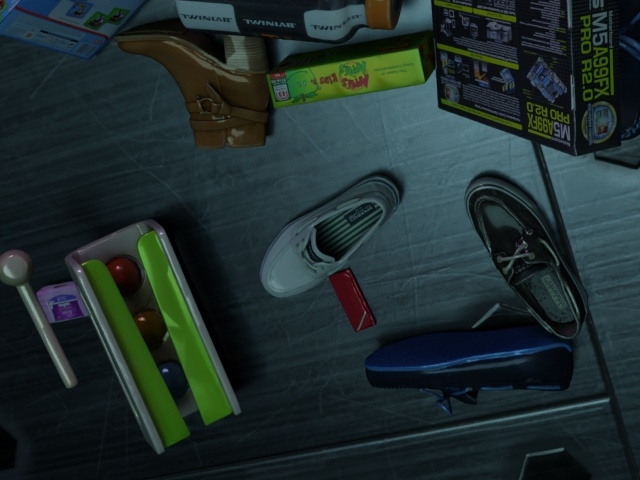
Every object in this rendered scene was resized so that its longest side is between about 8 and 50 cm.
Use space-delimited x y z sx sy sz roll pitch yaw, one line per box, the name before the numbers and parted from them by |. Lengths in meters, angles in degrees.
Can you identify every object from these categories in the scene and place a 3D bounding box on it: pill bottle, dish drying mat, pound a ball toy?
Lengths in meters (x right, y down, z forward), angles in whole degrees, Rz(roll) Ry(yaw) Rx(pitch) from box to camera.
pill bottle | -0.031 -0.290 1.442 0.245 0.130 0.130 7 113 13
dish drying mat | 0.041 0.077 1.636 0.032 0.008 0.083 -20 104 23
pound a ball toy | -0.263 0.117 1.648 0.208 0.136 0.319 -26 105 -14

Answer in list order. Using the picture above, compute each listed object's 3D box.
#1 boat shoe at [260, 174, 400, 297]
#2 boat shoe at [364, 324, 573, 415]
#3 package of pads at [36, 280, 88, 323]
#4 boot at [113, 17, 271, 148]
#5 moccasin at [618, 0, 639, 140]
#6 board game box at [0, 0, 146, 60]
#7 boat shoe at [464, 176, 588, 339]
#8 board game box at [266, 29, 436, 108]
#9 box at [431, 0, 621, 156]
boat shoe | 0.000 0.000 1.579 0.083 0.076 0.226 44 116 -4
boat shoe | 0.183 0.169 1.581 0.258 0.109 0.089 -4 113 19
package of pads | -0.337 0.081 1.730 0.083 0.032 0.050 -12 106 20
boot | -0.155 -0.187 1.554 0.197 0.073 0.152 7 117 16
moccasin | 0.290 -0.266 1.365 0.137 0.117 0.342 -6 107 23
board game box | -0.267 -0.305 1.492 0.211 0.160 0.039 -39 64 25
boat shoe | 0.247 0.021 1.521 0.078 0.070 0.219 -35 98 25
board game box | 0.038 -0.198 1.481 0.181 0.092 0.043 -7 110 18
box | 0.208 -0.223 1.343 0.060 0.270 0.216 -15 111 -22
